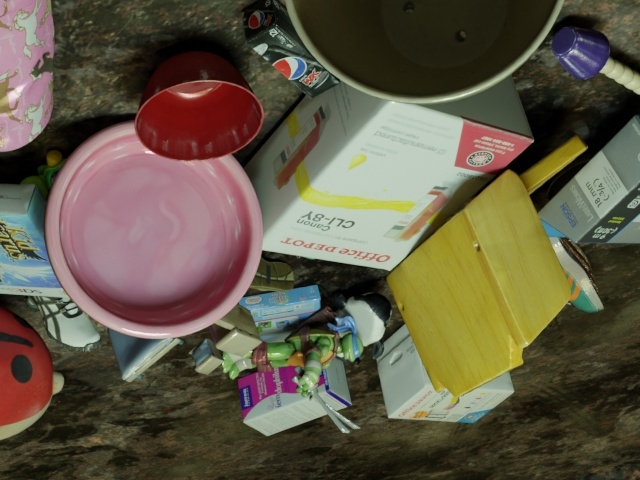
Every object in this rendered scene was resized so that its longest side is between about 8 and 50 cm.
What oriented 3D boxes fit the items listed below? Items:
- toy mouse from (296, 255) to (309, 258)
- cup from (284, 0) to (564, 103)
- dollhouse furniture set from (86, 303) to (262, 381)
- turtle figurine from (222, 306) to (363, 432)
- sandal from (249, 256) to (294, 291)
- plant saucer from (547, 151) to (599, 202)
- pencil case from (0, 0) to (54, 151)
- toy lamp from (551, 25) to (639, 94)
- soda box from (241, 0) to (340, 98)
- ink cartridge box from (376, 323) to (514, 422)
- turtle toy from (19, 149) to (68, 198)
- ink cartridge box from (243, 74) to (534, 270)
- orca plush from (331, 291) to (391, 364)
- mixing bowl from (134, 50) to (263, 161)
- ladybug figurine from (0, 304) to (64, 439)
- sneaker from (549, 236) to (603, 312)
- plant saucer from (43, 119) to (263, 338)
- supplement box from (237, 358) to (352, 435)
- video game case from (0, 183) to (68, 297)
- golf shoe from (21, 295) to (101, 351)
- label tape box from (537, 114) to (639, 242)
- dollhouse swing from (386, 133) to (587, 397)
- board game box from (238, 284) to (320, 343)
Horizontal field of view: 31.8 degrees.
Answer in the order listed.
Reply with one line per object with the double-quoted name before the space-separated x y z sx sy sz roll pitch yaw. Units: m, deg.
"toy mouse" 0.000 0.000 2.047 0.161 0.031 0.143 -24 146 19
"cup" 0.141 -0.313 1.377 0.331 0.331 0.237 -19 173 12
"dollhouse furniture set" -0.307 0.119 1.893 0.303 0.286 0.198 -38 141 18
"turtle figurine" -0.053 0.275 2.201 0.266 0.198 0.274 3 106 7
"sandal" -0.122 0.059 2.080 0.049 0.072 0.180 -10 160 40
"plant saucer" 0.489 -0.111 2.034 0.169 0.029 0.168 -10 149 -6
"pencil case" -0.418 -0.272 1.364 0.160 0.167 0.386 26 146 7
"toy lamp" 0.459 -0.262 1.739 0.275 0.080 0.080 16 139 -38
"soda box" -0.040 -0.269 1.579 0.053 0.060 0.169 -25 146 23
"ink cartridge box" 0.267 0.287 2.461 0.233 0.168 0.171 8 144 -27
"turtle toy" -0.400 -0.089 1.740 0.130 0.066 0.095 -4 147 -12
"ink cartridge box" 0.093 -0.128 1.751 0.279 0.160 0.384 10 142 -33
"orca plush" 0.100 0.170 2.289 0.102 0.151 0.287 -34 154 -26
"mixing bowl" -0.178 -0.204 1.602 0.182 0.098 0.181 -8 147 -5
"ladybug figurine" -0.649 0.193 1.894 0.450 0.305 0.162 10 133 -27
"sneaker" 0.468 0.065 2.244 0.121 0.108 0.302 -25 138 21
"plant saucer" -0.254 -0.015 1.700 0.332 0.332 0.084 3 171 -23
"supplement box" -0.059 0.336 2.486 0.220 0.111 0.114 -24 146 19
"video game case" -0.526 0.001 1.784 0.244 0.061 0.269 2 150 10
"golf shoe" -0.445 0.110 1.937 0.077 0.198 0.093 -22 144 -48
"label tape box" 0.536 -0.067 1.970 0.241 0.105 0.333 0 143 -38
"dollhouse swing" 0.324 0.042 1.846 0.305 0.315 0.347 -17 166 -23
"board game box" -0.078 0.170 2.284 0.160 0.039 0.211 -9 147 -4
